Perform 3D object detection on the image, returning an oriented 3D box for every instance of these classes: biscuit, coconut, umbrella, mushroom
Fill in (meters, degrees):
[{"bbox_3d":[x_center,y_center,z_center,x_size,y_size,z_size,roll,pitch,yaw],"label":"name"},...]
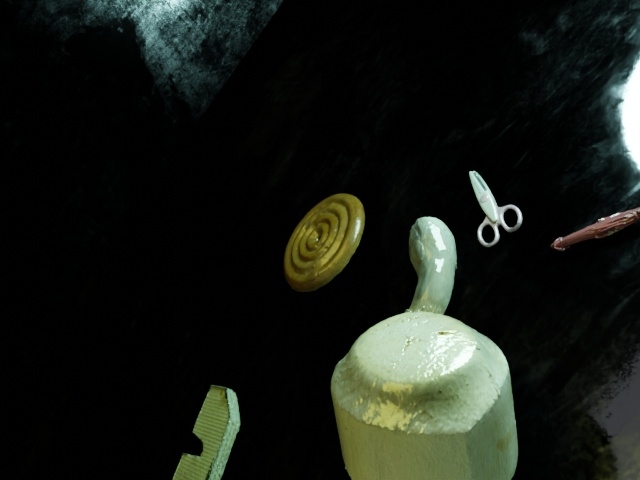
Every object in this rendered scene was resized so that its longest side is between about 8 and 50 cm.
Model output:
[{"bbox_3d":[-0.001,0.000,1.358,0.261,0.037,0.262,-33,38,31],"label":"biscuit"},{"bbox_3d":[0.140,0.241,0.766,0.237,0.266,0.237,-7,26,3],"label":"coconut"},{"bbox_3d":[-0.243,0.444,1.270,0.147,0.046,0.250,-12,53,50],"label":"biscuit"},{"bbox_3d":[0.408,-0.019,0.830,0.165,0.025,0.027,-28,60,41],"label":"umbrella"},{"bbox_3d":[0.189,0.066,1.000,0.091,0.081,0.224,-11,53,26],"label":"mushroom"}]

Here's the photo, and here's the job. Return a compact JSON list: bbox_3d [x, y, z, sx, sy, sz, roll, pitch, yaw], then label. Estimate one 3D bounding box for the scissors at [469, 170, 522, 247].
[{"bbox_3d":[0.296,-0.066,1.026,0.085,0.022,0.176,-41,37,28],"label":"scissors"}]
